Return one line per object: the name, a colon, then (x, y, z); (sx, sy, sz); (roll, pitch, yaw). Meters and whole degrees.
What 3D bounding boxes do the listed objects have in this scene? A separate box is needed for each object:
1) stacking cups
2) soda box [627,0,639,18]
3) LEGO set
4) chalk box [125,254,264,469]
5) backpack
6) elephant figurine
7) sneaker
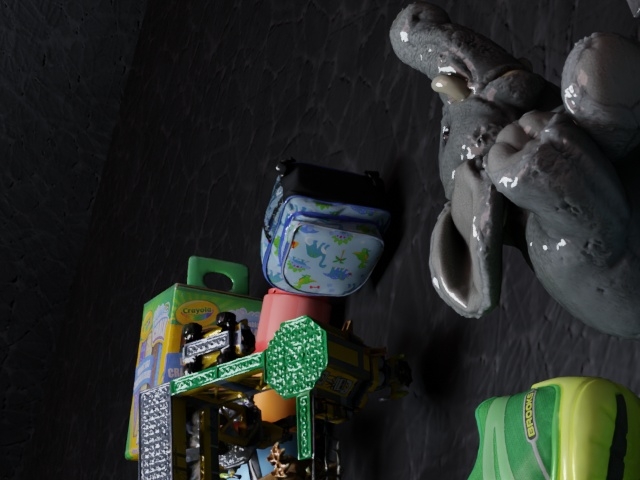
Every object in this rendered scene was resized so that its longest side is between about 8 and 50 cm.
stacking cups: (-0.051, 0.201, 1.231); (0.096, 0.096, 0.316); (153, 126, -66)
soda box: (0.198, -0.194, 0.810); (0.169, 0.053, 0.060); (-98, 27, -46)
LEGO set: (-0.011, 0.229, 1.057); (0.255, 0.192, 0.331); (-28, 57, 29)
chalk box: (-0.109, 0.120, 1.389); (0.132, 0.132, 0.213); (151, 126, -66)
backpack: (0.000, 0.000, 1.187); (0.114, 0.105, 0.084); (112, 160, -43)
elephant figurine: (0.128, -0.034, 0.770); (0.239, 0.169, 0.186); (1, 66, 65)
sneaker: (0.106, 0.218, 0.727); (0.123, 0.109, 0.296); (-2, 67, 48)
